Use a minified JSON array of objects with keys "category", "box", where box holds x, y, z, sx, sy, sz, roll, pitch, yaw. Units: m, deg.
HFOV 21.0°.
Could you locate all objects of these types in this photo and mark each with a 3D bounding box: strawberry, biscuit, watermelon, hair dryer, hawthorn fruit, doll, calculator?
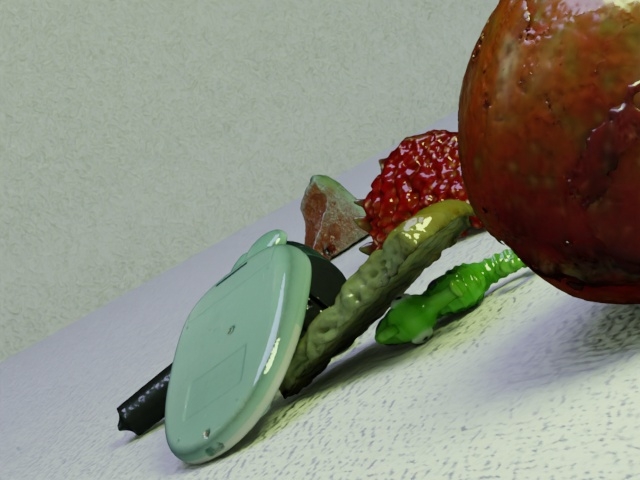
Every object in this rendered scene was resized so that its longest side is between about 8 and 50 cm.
[{"category":"strawberry","box":[0.184,-0.091,2.178,0.233,0.137,0.306,-31,5,-39]},{"category":"biscuit","box":[0.063,0.040,1.656,0.187,0.036,0.273,-30,-16,-50]},{"category":"watermelon","box":[0.021,-0.001,2.588,0.098,0.121,0.158,-43,37,50]},{"category":"hair dryer","box":[-0.100,0.124,1.890,0.302,0.116,0.244,-40,6,-1]},{"category":"hawthorn fruit","box":[0.243,-0.095,1.310,0.316,0.316,0.316,-28,6,3]},{"category":"doll","box":[0.128,0.050,1.653,0.190,0.050,0.115,-29,2,-25]},{"category":"calculator","box":[-0.082,0.096,1.694,0.184,0.042,0.295,-37,27,32]}]
